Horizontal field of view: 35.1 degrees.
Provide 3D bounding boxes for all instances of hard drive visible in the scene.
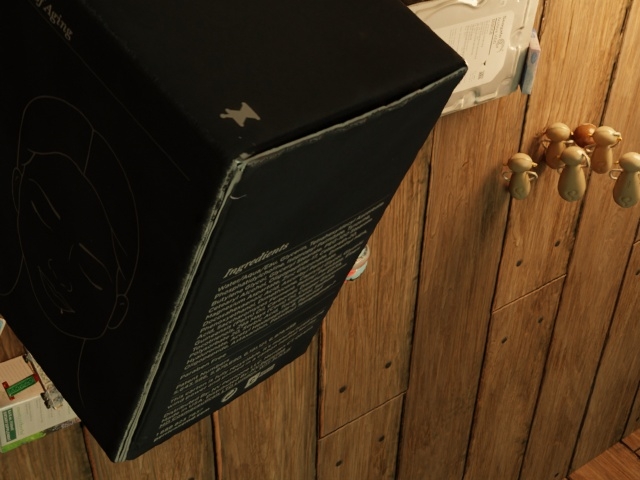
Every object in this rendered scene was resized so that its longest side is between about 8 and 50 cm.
[{"bbox_3d":[0.224,-0.327,1.724,0.339,0.064,0.237,-20,135,-32],"label":"hard drive"}]

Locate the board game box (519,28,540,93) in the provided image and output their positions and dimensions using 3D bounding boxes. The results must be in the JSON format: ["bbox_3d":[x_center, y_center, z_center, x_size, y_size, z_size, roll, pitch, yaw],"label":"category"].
[{"bbox_3d":[0.381,-0.329,1.855,0.020,0.090,0.090,5,126,-1],"label":"board game box"}]

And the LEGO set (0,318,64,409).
[{"bbox_3d":[-0.424,0.139,1.451,0.182,0.060,0.244,26,80,-29],"label":"LEGO set"}]

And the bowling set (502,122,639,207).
[{"bbox_3d":[0.520,-0.189,2.065,0.154,0.287,0.200,74,22,-55],"label":"bowling set"}]

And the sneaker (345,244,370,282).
[{"bbox_3d":[0.000,0.000,1.759,0.261,0.104,0.125,1,119,-44],"label":"sneaker"}]

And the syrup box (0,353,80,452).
[{"bbox_3d":[-0.405,0.225,1.573,0.236,0.096,0.093,-19,133,-30],"label":"syrup box"}]

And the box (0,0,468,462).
[{"bbox_3d":[-0.188,-0.121,1.032,0.297,0.480,0.472,-28,157,-37],"label":"box"}]
